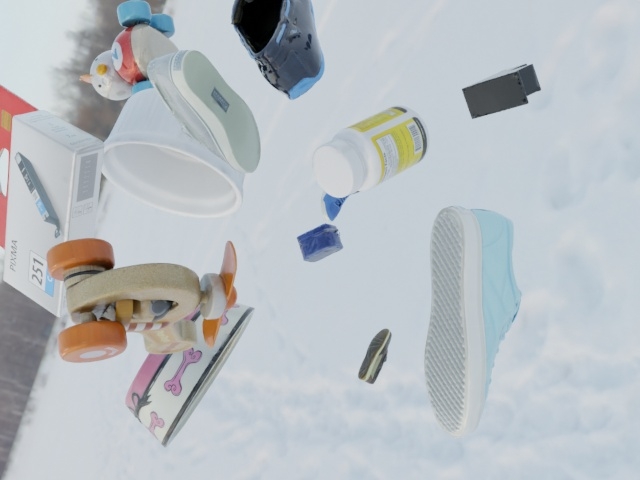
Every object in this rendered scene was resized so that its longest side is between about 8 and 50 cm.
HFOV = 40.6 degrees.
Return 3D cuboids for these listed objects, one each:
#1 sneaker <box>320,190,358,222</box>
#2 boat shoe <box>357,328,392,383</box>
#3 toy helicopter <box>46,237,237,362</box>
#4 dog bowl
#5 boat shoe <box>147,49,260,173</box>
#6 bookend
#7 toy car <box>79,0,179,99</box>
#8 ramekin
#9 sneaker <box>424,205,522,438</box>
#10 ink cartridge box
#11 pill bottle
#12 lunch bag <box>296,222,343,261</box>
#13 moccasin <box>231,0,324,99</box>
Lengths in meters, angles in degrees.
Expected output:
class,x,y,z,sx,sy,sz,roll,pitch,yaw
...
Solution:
class,x,y,z,sx,sy,sz,roll,pitch,yaw
sneaker,0.054,-0.116,2.100,0.084,0.058,0.152,-9,52,31
boat shoe,0.149,0.304,2.261,0.056,0.049,0.152,4,61,60
toy helicopter,-0.215,0.096,1.193,0.355,0.235,0.140,87,170,-71
dog bowl,-0.334,0.305,2.171,0.408,0.150,0.408,-58,-2,-4
boat shoe,-0.157,-0.175,1.188,0.081,0.227,0.079,4,59,29
bookend,0.419,-0.333,1.867,0.156,0.157,0.072,-9,105,52
toy car,-0.445,-0.382,1.936,0.210,0.238,0.219,4,-106,-72
ramekin,-0.264,-0.164,1.618,0.277,0.277,0.135,138,149,-62
sneaker,0.260,0.129,1.368,0.135,0.150,0.366,-164,75,-65
ink cartridge box,-0.464,-0.066,1.366,0.066,0.261,0.296,-26,-42,-51
pill bottle,0.091,-0.160,1.564,0.208,0.119,0.119,-29,-16,-38
lunch bag,0.000,0.000,1.927,0.098,0.067,0.065,-26,73,19
moccasin,-0.077,-0.361,1.355,0.137,0.117,0.342,-42,41,14
